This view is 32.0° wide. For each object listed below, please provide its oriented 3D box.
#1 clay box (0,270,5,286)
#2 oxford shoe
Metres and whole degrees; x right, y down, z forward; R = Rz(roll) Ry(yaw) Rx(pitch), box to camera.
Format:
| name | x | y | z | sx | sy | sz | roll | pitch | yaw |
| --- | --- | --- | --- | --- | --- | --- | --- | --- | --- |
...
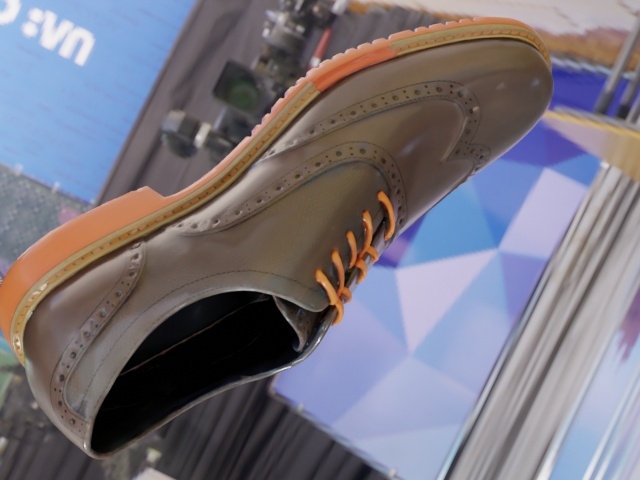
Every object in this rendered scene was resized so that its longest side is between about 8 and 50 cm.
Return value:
| name | x | y | z | sx | sy | sz | roll | pitch | yaw |
| --- | --- | --- | --- | --- | --- | --- | --- | --- | --- |
| clay box | -0.244 | 0.000 | 0.432 | 0.127 | 0.053 | 0.222 | 46 | -158 | 20 |
| oxford shoe | 0.000 | 0.000 | 0.478 | 0.098 | 0.271 | 0.097 | 51 | 171 | 44 |
